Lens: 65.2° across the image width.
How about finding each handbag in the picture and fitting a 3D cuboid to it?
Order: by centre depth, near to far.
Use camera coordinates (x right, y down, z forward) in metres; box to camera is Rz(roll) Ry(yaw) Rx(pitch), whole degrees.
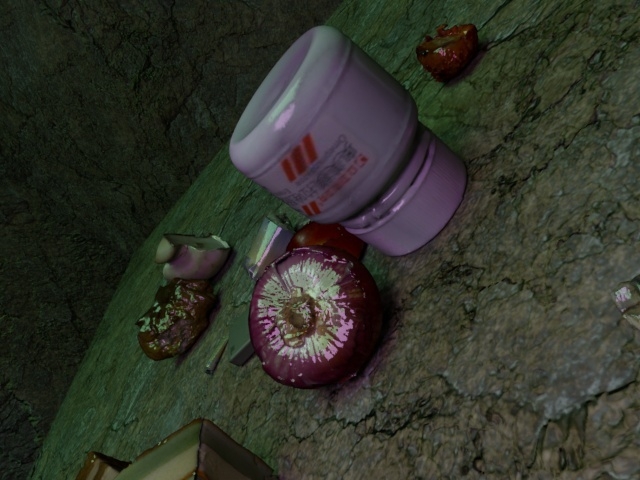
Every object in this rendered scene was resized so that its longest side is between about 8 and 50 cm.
[{"bbox_3d":[-0.123,0.012,1.219,0.173,0.095,0.117,-58,27,3],"label":"handbag"}]

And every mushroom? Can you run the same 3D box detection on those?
[{"bbox_3d":[-0.384,0.079,1.561,0.162,0.236,0.173,18,100,30],"label":"mushroom"}]

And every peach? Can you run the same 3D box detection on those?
[{"bbox_3d":[-0.002,-0.002,1.007,0.189,0.068,0.279,-37,29,5],"label":"peach"}]

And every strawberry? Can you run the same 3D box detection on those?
[{"bbox_3d":[0.261,-0.386,1.023,0.121,0.082,0.188,-26,23,16],"label":"strawberry"}]

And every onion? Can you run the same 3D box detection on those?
[{"bbox_3d":[-0.003,0.121,0.796,0.230,0.163,0.230,-4,79,23],"label":"onion"}]

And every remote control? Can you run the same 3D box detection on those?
[{"bbox_3d":[-0.101,0.146,1.082,0.285,0.038,0.123,-46,27,17],"label":"remote control"}]

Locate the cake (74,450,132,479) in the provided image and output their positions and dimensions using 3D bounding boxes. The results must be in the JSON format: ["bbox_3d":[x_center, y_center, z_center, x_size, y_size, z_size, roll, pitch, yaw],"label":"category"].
[{"bbox_3d":[-0.334,0.512,0.877,0.293,0.198,0.196,-15,42,51],"label":"cake"}]

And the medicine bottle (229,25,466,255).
[{"bbox_3d":[0.048,-0.141,0.799,0.256,0.325,0.256,-41,28,28],"label":"medicine bottle"}]

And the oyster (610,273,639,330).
[{"bbox_3d":[0.319,0.043,0.376,0.200,0.061,0.106,-8,51,60],"label":"oyster"}]

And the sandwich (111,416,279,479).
[{"bbox_3d":[-0.188,0.406,0.708,0.227,0.198,0.155,-35,27,13],"label":"sandwich"}]

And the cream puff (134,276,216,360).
[{"bbox_3d":[-0.416,0.222,1.450,0.241,0.155,0.269,2,54,57],"label":"cream puff"}]

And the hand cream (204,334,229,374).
[{"bbox_3d":[-0.252,0.277,1.220,0.035,0.022,0.102,-24,34,51],"label":"hand cream"}]
